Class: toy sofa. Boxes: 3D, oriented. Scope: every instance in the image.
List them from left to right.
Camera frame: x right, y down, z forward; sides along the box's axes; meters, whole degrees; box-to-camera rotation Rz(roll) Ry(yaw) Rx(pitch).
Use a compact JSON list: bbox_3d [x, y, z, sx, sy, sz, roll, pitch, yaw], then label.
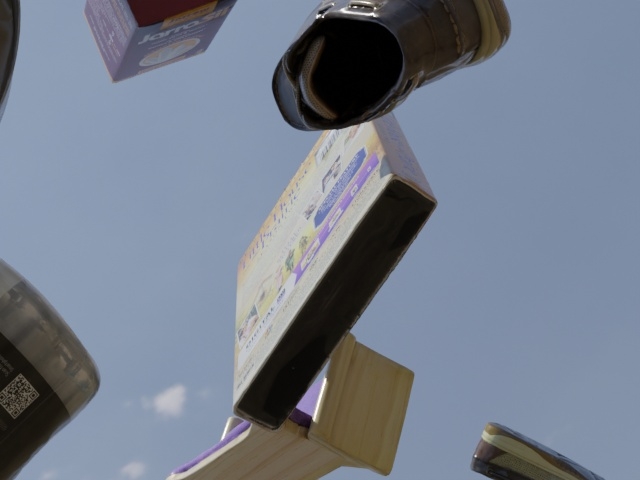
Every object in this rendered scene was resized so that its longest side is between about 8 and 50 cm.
[{"bbox_3d":[-0.050,0.252,1.499,0.177,0.150,0.362,29,-37,-13],"label":"toy sofa"}]

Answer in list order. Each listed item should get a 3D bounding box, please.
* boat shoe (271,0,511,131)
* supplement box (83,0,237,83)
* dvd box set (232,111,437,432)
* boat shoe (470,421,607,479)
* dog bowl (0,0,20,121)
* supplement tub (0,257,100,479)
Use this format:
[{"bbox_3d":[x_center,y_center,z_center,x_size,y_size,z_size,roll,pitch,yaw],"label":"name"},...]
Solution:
[{"bbox_3d":[0.024,-0.170,1.051,0.130,0.132,0.355,-29,3,-27],"label":"boat shoe"},{"bbox_3d":[-0.149,-0.218,1.051,0.104,0.081,0.188,-23,0,-18],"label":"supplement box"},{"bbox_3d":[0.000,0.000,1.340,0.062,0.420,0.308,31,-76,-13],"label":"dvd box set"},{"bbox_3d":[0.192,0.202,0.923,0.049,0.152,0.056,-61,-10,6],"label":"boat shoe"},{"bbox_3d":[-0.401,-0.154,0.888,0.348,0.349,0.102,-33,-5,-9],"label":"dog bowl"},{"bbox_3d":[-0.374,0.172,0.988,0.338,0.207,0.207,-46,-28,-23],"label":"supplement tub"}]
